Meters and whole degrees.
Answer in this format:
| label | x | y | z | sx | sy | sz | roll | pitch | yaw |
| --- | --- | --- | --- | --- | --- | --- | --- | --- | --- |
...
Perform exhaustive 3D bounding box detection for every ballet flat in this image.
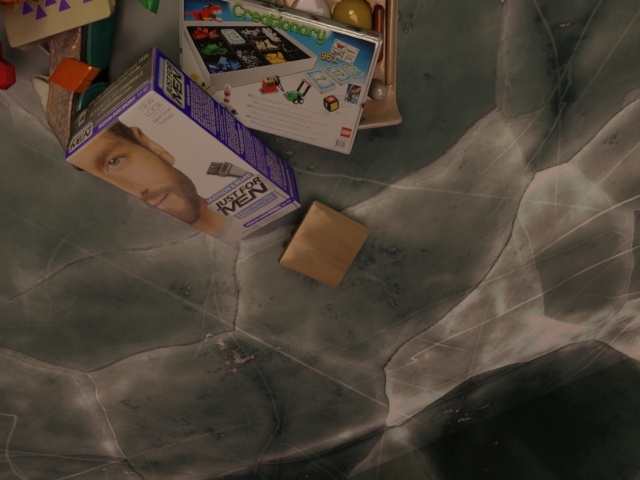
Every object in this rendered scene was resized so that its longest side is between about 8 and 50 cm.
| label | x | y | z | sx | sy | sz | roll | pitch | yaw |
| --- | --- | --- | --- | --- | --- | --- | --- | --- | --- |
| ballet flat | -0.392 | -0.269 | 0.642 | 0.106 | 0.107 | 0.315 | 20 | 114 | -2 |

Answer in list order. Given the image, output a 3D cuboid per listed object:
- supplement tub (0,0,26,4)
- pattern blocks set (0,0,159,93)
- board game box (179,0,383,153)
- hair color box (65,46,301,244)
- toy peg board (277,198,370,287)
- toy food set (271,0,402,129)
| label | x | y | z | sx | sy | sz | roll | pitch | yaw |
| --- | --- | --- | --- | --- | --- | --- | --- | --- | --- |
| supplement tub | -0.517 | -0.354 | 0.434 | 0.338 | 0.207 | 0.207 | 2 | 125 | 1 |
| pattern blocks set | -0.359 | -0.342 | 0.537 | 0.325 | 0.026 | 0.285 | 1 | 101 | 14 |
| board game box | -0.073 | -0.272 | 0.661 | 0.306 | 0.053 | 0.192 | 15 | 129 | -1 |
| hair color box | -0.205 | -0.127 | 0.687 | 0.185 | 0.110 | 0.339 | -27 | 144 | 22 |
| toy peg board | 0.000 | 0.000 | 0.936 | 0.161 | 0.079 | 0.160 | 25 | 100 | -28 |
| toy food set | 0.038 | -0.335 | 0.686 | 0.220 | 0.092 | 0.306 | -10 | 126 | -6 |
